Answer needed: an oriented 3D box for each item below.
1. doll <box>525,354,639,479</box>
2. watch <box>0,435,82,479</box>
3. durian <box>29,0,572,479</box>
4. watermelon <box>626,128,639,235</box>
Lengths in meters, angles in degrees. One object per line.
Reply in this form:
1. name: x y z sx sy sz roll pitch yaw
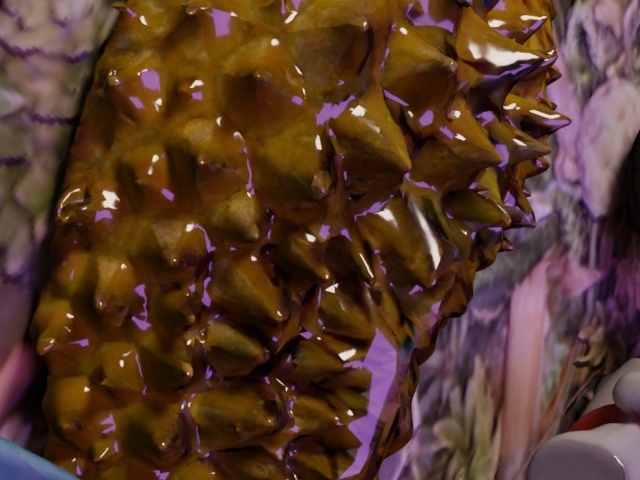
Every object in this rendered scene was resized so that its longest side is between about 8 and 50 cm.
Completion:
1. doll: 0.190 0.123 0.860 0.290 0.130 0.161 -2 101 -55
2. watch: -0.144 0.061 0.388 0.211 0.193 0.211 -14 109 -46
3. durian: -0.001 0.001 0.612 0.191 0.112 0.341 41 69 -49
4. watermelon: 0.203 -0.017 0.856 0.105 0.105 0.133 29 67 -49
